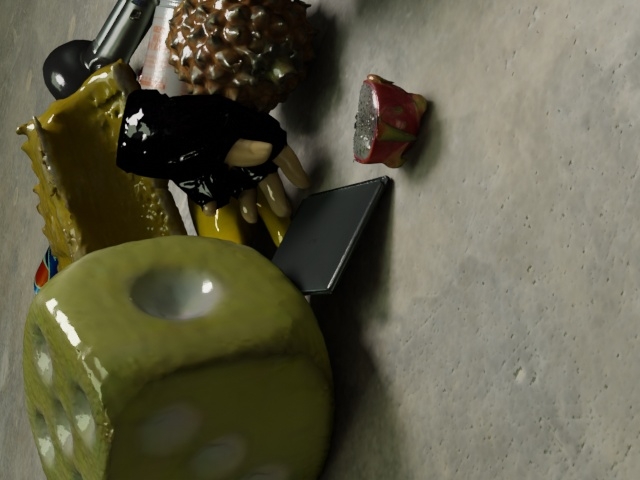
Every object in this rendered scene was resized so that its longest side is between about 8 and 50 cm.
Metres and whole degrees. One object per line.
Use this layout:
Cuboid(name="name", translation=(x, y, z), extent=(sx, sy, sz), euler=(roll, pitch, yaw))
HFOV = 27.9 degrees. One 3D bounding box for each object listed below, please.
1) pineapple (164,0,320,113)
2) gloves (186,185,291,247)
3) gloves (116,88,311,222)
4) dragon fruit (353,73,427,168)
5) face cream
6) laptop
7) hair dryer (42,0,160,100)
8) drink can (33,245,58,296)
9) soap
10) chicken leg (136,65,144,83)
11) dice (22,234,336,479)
Cuboid(name="pineapple", translation=(-0.077, -0.210, 1.405), extent=(0.193, 0.166, 0.166), euler=(40, 118, 49))
Cuboid(name="gloves", translation=(-0.091, 0.001, 1.447), extent=(0.133, 0.116, 0.294), euler=(87, 167, -58))
Cuboid(name="gloves", translation=(-0.109, -0.089, 1.354), extent=(0.164, 0.203, 0.124), euler=(149, 131, -75))
Cuboid(name="dragon fruit", translation=(0.065, -0.105, 1.170), extent=(0.060, 0.056, 0.083), euler=(-142, 60, -65))
Cuboid(name="face cream", translation=(-0.172, -0.275, 1.690), extent=(0.101, 0.101, 0.252), euler=(24, 103, 65))
Cuboid(name="laptop", translation=(0.000, 0.000, 1.271), extent=(0.129, 0.016, 0.180), euler=(-64, 20, -16))
Cuboid(name="hair dryer", translation=(-0.322, -0.281, 1.866), extent=(0.320, 0.156, 0.284), euler=(-48, 2, 46))
Cuboid(name="drink can", translation=(-0.365, 0.036, 1.974), extent=(0.205, 0.118, 0.118), euler=(125, 145, -45))
Cuboid(name="soap", translation=(-0.254, -0.025, 1.557), extent=(0.304, 0.169, 0.339), euler=(-5, 104, 70))
Cuboid(name="chicken leg", translation=(-0.221, -0.229, 1.845), extent=(0.093, 0.053, 0.205), euler=(-29, 59, 31))
Cuboid(name="dice", translation=(-0.140, 0.145, 1.232), extent=(0.227, 0.238, 0.233), euler=(44, 136, 46))
